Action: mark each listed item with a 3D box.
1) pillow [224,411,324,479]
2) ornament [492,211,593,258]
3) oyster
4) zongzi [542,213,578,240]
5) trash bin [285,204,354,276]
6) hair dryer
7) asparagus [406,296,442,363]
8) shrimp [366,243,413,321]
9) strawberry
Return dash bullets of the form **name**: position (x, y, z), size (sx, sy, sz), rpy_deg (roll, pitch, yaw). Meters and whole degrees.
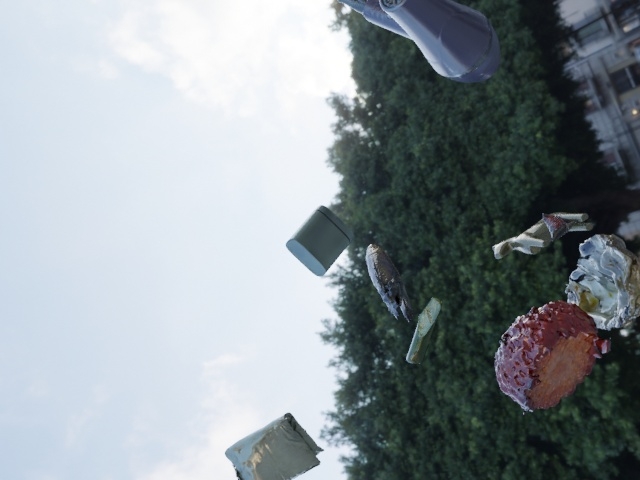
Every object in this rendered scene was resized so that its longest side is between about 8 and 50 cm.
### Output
- **pillow**: position (-0.098, 0.458, 1.205), size (0.134, 0.181, 0.078), rpy_deg (56, -172, -6)
- **ornament**: position (0.639, -0.008, 1.681), size (0.061, 0.230, 0.245), rpy_deg (58, 172, -8)
- **oyster**: position (0.421, 0.068, 0.846), size (0.345, 0.078, 0.129), rpy_deg (43, -153, -71)
- **zongzi**: position (0.599, -0.038, 1.394), size (0.067, 0.073, 0.083), rpy_deg (43, -151, -20)
- **trash bin**: position (0.000, 0.000, 1.305), size (0.116, 0.059, 0.130), rpy_deg (43, -126, -5)
- **hair dryer**: position (0.138, -0.413, 1.041), size (0.301, 0.121, 0.361), rpy_deg (12, -161, -47)
- **asparagus**: position (0.247, 0.217, 1.345), size (0.041, 0.045, 0.178), rpy_deg (-79, 2, -65)
- **shrimp**: position (0.209, 0.137, 1.589), size (0.233, 0.071, 0.365), rpy_deg (53, -169, -22)
- **strawberry**: position (0.270, 0.137, 0.682), size (0.145, 0.145, 0.086), rpy_deg (23, -159, -48)
